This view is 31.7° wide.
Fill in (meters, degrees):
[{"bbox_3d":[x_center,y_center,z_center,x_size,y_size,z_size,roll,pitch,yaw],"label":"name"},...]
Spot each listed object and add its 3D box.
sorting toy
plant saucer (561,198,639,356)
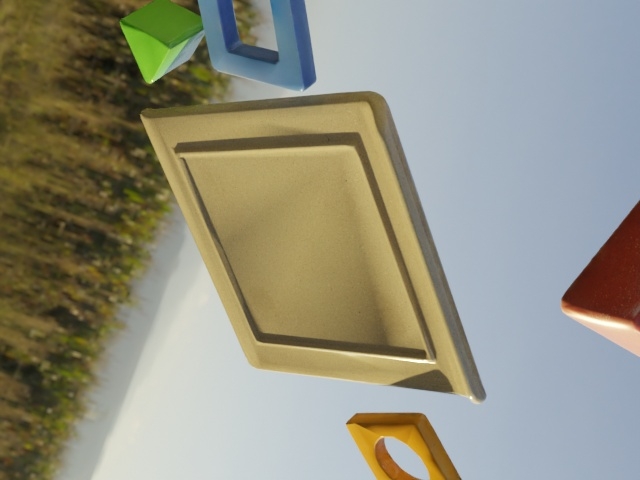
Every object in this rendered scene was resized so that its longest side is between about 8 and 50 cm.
[{"bbox_3d":[0.000,0.000,0.631,0.196,0.348,0.047,5,-146,44],"label":"sorting toy"},{"bbox_3d":[0.344,0.014,0.780,0.259,0.258,0.048,-55,-160,17],"label":"plant saucer"}]
